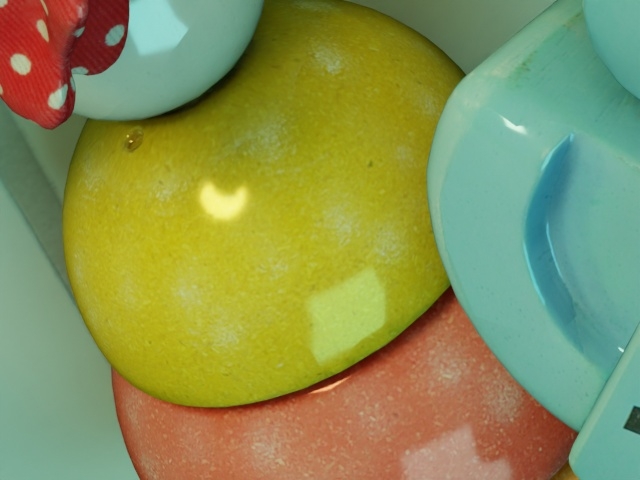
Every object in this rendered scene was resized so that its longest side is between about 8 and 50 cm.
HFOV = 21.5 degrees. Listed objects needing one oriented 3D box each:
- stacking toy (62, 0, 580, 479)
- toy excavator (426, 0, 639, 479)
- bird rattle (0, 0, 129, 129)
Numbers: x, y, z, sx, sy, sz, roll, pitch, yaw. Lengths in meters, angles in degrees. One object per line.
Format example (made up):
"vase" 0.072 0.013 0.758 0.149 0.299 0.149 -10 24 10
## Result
"stacking toy" 0.000 0.000 0.790 0.350 0.350 0.480 -32 127 -3
"toy excavator" 0.124 -0.088 0.609 0.222 0.445 0.433 -43 159 -38
"bird rattle" -0.191 -0.107 0.581 0.253 0.143 0.207 19 145 -32
